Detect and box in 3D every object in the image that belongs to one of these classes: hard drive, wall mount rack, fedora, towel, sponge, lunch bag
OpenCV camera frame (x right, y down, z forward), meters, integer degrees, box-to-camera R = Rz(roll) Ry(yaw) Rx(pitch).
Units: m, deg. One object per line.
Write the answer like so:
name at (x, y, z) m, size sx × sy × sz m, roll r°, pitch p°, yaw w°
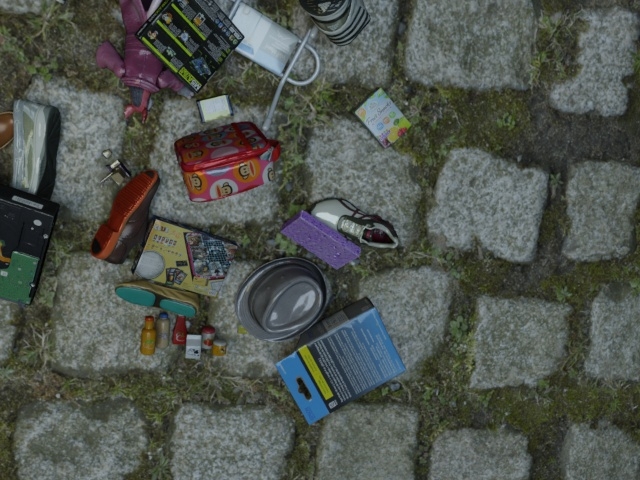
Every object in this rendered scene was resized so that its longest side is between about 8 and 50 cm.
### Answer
hard drive at (-0.791, 0.008, 1.553) m, size 0.236 × 0.064 × 0.339 m, roll 19°, pitch 126°, yaw -16°
wall mount rack at (-0.168, -0.466, 1.618) m, size 0.349 × 0.130 × 0.304 m, roll 27°, pitch 97°, yaw -17°
fedora at (-0.097, 0.180, 1.797) m, size 0.275 × 0.124 × 0.244 m, roll -32°, pitch 108°, yaw -7°
towel at (-0.201, 0.245, 1.856) m, size 0.083 × 0.009 × 0.060 m, roll 6°, pitch 102°, yaw -14°
sponge at (0.000, 0.000, 1.790) m, size 0.210 × 0.117 × 0.031 m, roll 33°, pitch 55°, yaw -19°
lunch bag at (-0.222, -0.205, 1.586) m, size 0.258 × 0.293 × 0.120 m, roll -16°, pitch 117°, yaw -11°

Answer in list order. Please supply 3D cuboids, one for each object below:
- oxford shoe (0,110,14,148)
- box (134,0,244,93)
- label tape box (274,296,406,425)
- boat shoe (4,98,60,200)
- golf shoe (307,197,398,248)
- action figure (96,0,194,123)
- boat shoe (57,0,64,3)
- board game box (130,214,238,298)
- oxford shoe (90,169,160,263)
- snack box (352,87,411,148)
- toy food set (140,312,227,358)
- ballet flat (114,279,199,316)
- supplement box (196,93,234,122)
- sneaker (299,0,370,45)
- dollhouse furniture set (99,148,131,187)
oxford shoe at (-0.824, -0.244, 1.549) m, size 0.212 × 0.076 × 0.076 m, roll -33°, pitch 107°, yaw -5°
box at (-0.295, -0.468, 1.462) m, size 0.184 × 0.045 × 0.190 m, roll -50°, pitch 132°, yaw -2°
label tape box at (0.052, 0.355, 1.893) m, size 0.333 × 0.106 × 0.241 m, roll -28°, pitch 109°, yaw -5°
boat shoe at (-0.720, -0.182, 1.570) m, size 0.102 × 0.118 × 0.321 m, roll 14°, pitch 106°, yaw -3°
golf shoe at (0.097, -0.046, 1.796) m, size 0.272 × 0.120 × 0.105 m, roll 15°, pitch 102°, yaw -15°
action figure at (-0.394, -0.462, 1.505) m, size 0.247 × 0.275 × 0.371 m, roll 7°, pitch 89°, yaw -21°
boat shoe at (-0.659, -0.611, 1.508) m, size 0.125 × 0.046 × 0.038 m, roll 30°, pitch 96°, yaw -21°
board game box at (-0.364, 0.047, 1.724) m, size 0.243 × 0.042 × 0.165 m, roll 20°, pitch 99°, yaw -29°
oxford shoe at (-0.494, -0.061, 1.680) m, size 0.098 × 0.097 × 0.271 m, roll 33°, pitch 92°, yaw -47°
snack box at (0.171, -0.340, 1.779) m, size 0.100 × 0.037 × 0.141 m, roll -44°, pitch 109°, yaw -1°
toy food set at (-0.374, 0.254, 1.763) m, size 0.232 × 0.111 × 0.105 m, roll 4°, pitch 103°, yaw -12°
ballet flat at (-0.443, 0.148, 1.745) m, size 0.232 × 0.073 × 0.080 m, roll 20°, pitch 132°, yaw -18°
supplement box at (-0.274, -0.343, 1.648) m, size 0.083 × 0.083 × 0.056 m, roll -15°, pitch 108°, yaw -8°
sneaker at (0.023, -0.697, 1.606) m, size 0.168 × 0.257 × 0.448 m, roll -5°, pitch 75°, yaw 14°
dollhouse furniture set at (-0.545, -0.166, 1.616) m, size 0.081 × 0.114 × 0.091 m, roll -37°, pitch 112°, yaw 3°
